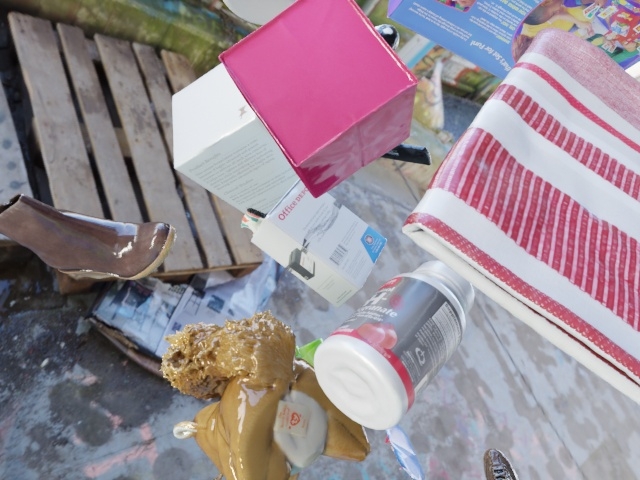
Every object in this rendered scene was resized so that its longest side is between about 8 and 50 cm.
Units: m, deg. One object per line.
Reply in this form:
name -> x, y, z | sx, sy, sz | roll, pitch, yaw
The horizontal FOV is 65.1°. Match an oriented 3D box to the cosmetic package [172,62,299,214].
cosmetic package -> -0.234, -0.339, 1.678 | 0.394, 0.330, 0.327 | 37, 35, -50

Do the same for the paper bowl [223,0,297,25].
paper bowl -> -0.140, -0.648, 1.236 | 0.284, 0.284, 0.147 | 19, 70, -34

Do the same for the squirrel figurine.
squirrel figurine -> -0.162, 0.340, 1.056 | 0.281, 0.370, 0.396 | -21, 88, -38

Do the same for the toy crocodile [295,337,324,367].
toy crocodile -> -0.052, 0.326, 1.267 | 0.105, 0.340, 0.115 | -17, 80, -33

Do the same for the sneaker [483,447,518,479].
sneaker -> 0.392, 0.525, 1.051 | 0.071, 0.066, 0.188 | 70, 9, -49

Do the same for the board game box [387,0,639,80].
board game box -> 0.302, -0.334, 0.689 | 0.347, 0.233, 0.078 | 19, 63, -21

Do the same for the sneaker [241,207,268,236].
sneaker -> -0.179, -0.039, 1.609 | 0.161, 0.075, 0.057 | 27, 21, -18

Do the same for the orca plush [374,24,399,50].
orca plush -> 0.095, -0.452, 1.265 | 0.287, 0.151, 0.102 | -24, 38, -18

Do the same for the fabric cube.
fabric cube -> 0.009, -0.273, 0.963 | 0.254, 0.259, 0.258 | 57, 2, 11

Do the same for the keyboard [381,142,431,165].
keyboard -> 0.177, -0.234, 1.222 | 0.038, 0.192, 0.100 | -68, 153, -15

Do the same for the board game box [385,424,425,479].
board game box -> 0.194, 0.525, 1.246 | 0.133, 0.033, 0.168 | 42, 16, -38

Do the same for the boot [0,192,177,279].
boot -> -0.379, -0.010, 0.797 | 0.207, 0.249, 0.090 | 39, 44, -44

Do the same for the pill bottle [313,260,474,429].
pill bottle -> 0.150, 0.167, 0.904 | 0.319, 0.176, 0.176 | -36, 88, -40

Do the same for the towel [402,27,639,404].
towel -> 0.228, -0.043, 0.385 | 0.237, 0.037, 0.329 | 36, 52, 7

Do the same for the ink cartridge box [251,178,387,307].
ink cartridge box -> 0.000, 0.000, 1.395 | 0.307, 0.129, 0.223 | 38, 47, -3
